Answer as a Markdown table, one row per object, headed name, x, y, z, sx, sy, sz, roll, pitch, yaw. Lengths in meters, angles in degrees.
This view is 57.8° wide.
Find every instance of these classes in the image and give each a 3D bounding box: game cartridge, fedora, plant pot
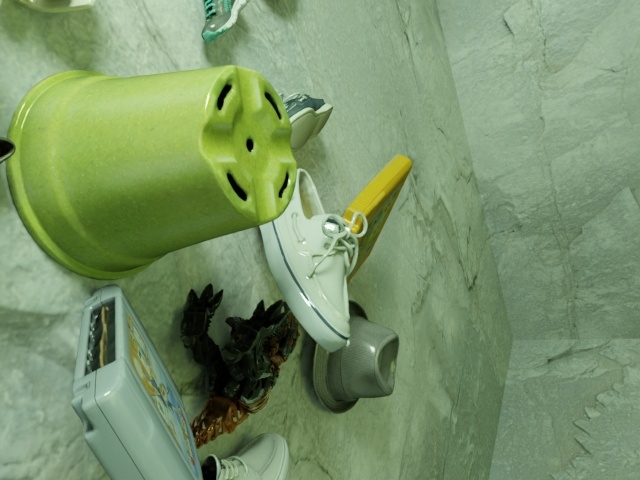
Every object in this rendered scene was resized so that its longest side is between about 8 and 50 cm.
| name | x | y | z | sx | sy | sz | roll | pitch | yaw |
| --- | --- | --- | --- | --- | --- | --- | --- | --- | --- |
| game cartridge | -0.195 | 0.178 | 0.633 | 0.198 | 0.062 | 0.297 | 64 | -11 | -22 |
| fedora | 0.097 | 0.255 | 1.242 | 0.275 | 0.124 | 0.244 | 50 | 49 | -57 |
| game cartridge | 0.077 | -0.005 | 1.205 | 0.324 | 0.052 | 0.285 | -50 | 166 | -53 |
| plant pot | -0.178 | -0.096 | 0.709 | 0.276 | 0.253 | 0.276 | 17 | 71 | -59 |

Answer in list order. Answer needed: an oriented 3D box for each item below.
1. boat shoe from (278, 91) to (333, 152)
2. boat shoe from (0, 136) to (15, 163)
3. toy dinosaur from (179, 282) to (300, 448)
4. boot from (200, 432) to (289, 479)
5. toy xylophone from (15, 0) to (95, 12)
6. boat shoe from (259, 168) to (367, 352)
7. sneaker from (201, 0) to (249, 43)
| name | x | y | z | sx | sy | sz | roll | pitch | yaw |
| --- | --- | --- | --- | --- | --- | --- | --- | --- | --- |
| boat shoe | -0.046 | -0.243 | 1.140 | 0.095 | 0.079 | 0.254 | -64 | 173 | 31 |
| boat shoe | -0.373 | -0.085 | 0.563 | 0.152 | 0.049 | 0.056 | -37 | 118 | -57 |
| toy dinosaur | -0.116 | 0.197 | 0.892 | 0.322 | 0.164 | 0.218 | -83 | 169 | -56 |
| boot | -0.133 | 0.359 | 0.865 | 0.258 | 0.095 | 0.123 | -52 | 136 | -51 |
| toy xylophone | -0.369 | -0.395 | 0.599 | 0.322 | 0.081 | 0.236 | 17 | 69 | -60 |
| boat shoe | 0.004 | 0.003 | 0.954 | 0.136 | 0.156 | 0.367 | 43 | 17 | -41 |
| sneaker | -0.177 | -0.402 | 0.989 | 0.076 | 0.065 | 0.166 | 42 | 44 | -29 |
